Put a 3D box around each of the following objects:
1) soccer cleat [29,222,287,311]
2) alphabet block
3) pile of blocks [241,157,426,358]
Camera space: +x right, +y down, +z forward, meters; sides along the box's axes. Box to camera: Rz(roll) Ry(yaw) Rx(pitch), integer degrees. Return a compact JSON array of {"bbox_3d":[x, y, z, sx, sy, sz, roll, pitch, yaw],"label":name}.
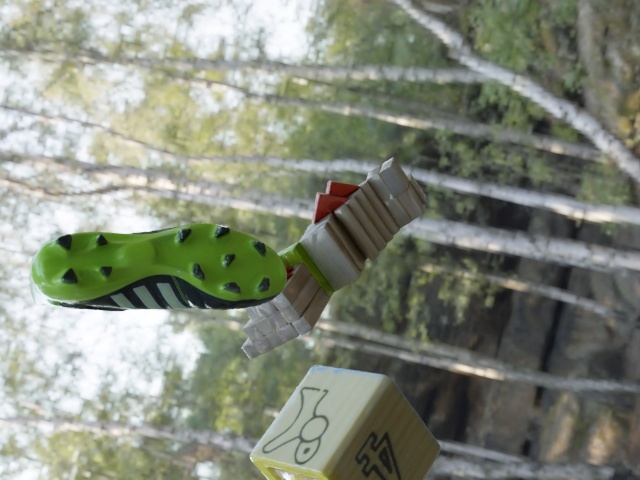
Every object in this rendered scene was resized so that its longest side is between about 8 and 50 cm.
[{"bbox_3d":[-0.113,0.023,0.755,0.072,0.178,0.060,138,130,-59],"label":"soccer cleat"},{"bbox_3d":[0.042,0.340,1.743,0.197,0.192,0.193,-52,-59,-28],"label":"alphabet block"},{"bbox_3d":[0.000,0.000,1.450,0.362,0.113,0.149,-43,15,-35],"label":"pile of blocks"}]
